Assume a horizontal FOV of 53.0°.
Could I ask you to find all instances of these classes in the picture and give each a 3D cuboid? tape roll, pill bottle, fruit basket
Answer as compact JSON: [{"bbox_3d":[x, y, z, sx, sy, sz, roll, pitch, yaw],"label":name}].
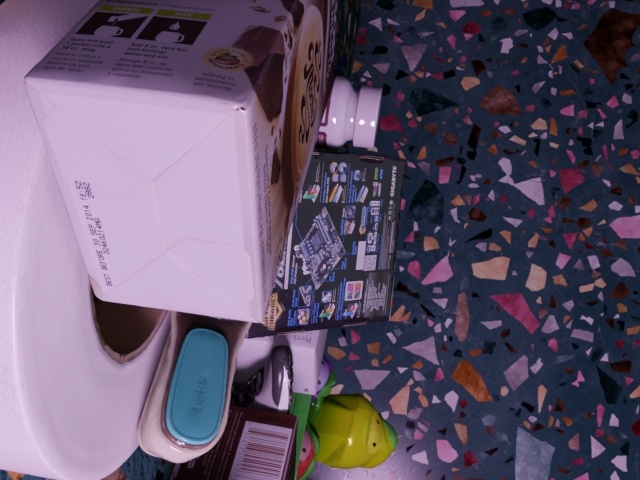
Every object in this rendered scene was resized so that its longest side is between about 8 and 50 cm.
[{"bbox_3d":[-0.171,-0.007,0.528,0.392,0.072,0.391,8,90,-86],"label":"tape roll"},{"bbox_3d":[-0.015,-0.215,1.058,0.121,0.221,0.121,8,90,-85],"label":"pill bottle"},{"bbox_3d":[0.000,0.400,1.426,0.282,0.393,0.391,91,9,-55],"label":"fruit basket"}]

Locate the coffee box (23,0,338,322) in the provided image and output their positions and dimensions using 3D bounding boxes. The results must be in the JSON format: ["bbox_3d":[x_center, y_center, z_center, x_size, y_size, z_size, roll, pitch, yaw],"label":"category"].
[{"bbox_3d":[-0.065,-0.113,0.461,0.168,0.119,0.297,92,8,-45],"label":"coffee box"}]

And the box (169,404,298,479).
[{"bbox_3d":[-0.133,0.395,1.033,0.168,0.167,0.203,-76,172,-52],"label":"box"}]

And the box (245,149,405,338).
[{"bbox_3d":[0.000,0.000,1.054,0.073,0.294,0.295,17,-74,53],"label":"box"}]

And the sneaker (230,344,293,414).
[{"bbox_3d":[-0.115,0.284,1.105,0.100,0.108,0.271,-91,-158,-55],"label":"sneaker"}]

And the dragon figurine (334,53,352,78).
[{"bbox_3d":[-0.018,-0.301,1.307,0.289,0.144,0.085,-76,172,-48],"label":"dragon figurine"}]

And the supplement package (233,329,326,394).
[{"bbox_3d":[-0.069,0.120,1.247,0.175,0.178,0.292,91,8,-50],"label":"supplement package"}]

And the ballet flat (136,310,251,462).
[{"bbox_3d":[-0.110,0.087,0.604,0.086,0.086,0.248,92,10,-51],"label":"ballet flat"}]

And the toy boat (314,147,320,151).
[{"bbox_3d":[-0.079,-0.065,1.123,0.231,0.151,0.151,-49,126,-18],"label":"toy boat"}]
